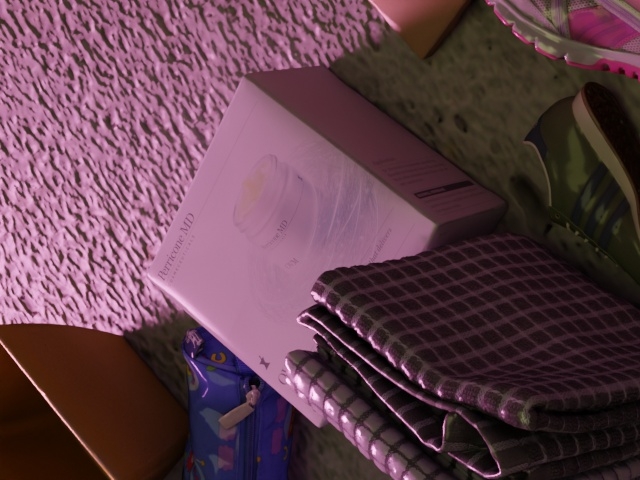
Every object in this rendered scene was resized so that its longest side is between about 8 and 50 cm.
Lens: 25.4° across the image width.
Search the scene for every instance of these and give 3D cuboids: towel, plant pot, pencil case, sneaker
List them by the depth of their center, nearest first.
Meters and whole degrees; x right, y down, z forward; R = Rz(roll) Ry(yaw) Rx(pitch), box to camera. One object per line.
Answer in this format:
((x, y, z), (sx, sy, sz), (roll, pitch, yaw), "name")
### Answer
((0.144, 0.096, 1.069), (0.235, 0.284, 0.121), (39, 122, 37), "towel")
((0.245, -0.180, 1.096), (0.252, 0.103, 0.111), (26, 108, 19), "sneaker")
((0.230, -0.026, 1.154), (0.086, 0.064, 0.192), (-29, 83, 41), "sneaker")
((-0.083, 0.226, 1.358), (0.119, 0.133, 0.306), (3, 106, -10), "pencil case")
((-0.253, 0.208, 1.426), (0.212, 0.187, 0.212), (47, 119, 16), "plant pot")

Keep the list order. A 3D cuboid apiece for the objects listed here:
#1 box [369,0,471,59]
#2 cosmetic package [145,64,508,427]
((0.087, -0.278, 1.189), (0.164, 0.021, 0.201), (51, 135, 15), "box")
((0.000, 0.000, 1.257), (0.225, 0.138, 0.224), (39, 117, 22), "cosmetic package")
